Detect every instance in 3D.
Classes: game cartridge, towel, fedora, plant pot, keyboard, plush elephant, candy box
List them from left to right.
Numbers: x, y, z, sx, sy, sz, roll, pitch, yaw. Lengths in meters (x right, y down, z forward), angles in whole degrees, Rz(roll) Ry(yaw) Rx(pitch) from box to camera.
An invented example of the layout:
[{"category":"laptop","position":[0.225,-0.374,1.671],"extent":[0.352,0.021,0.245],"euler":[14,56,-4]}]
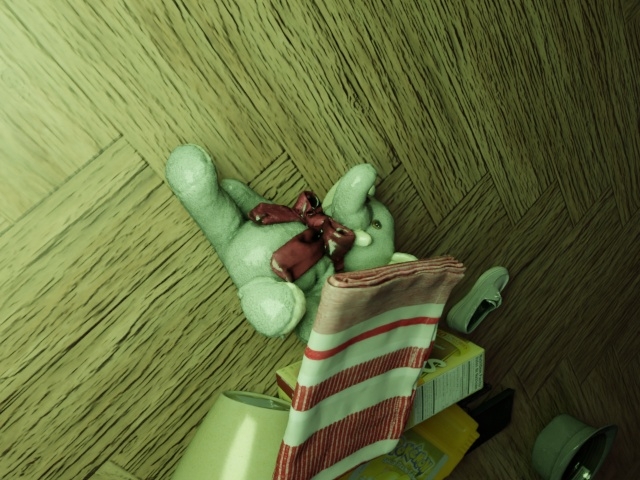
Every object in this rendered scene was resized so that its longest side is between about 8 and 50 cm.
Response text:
[{"category":"plant pot","position":[-0.122,0.376,0.779],"extent":[0.257,0.257,0.273],"euler":[18,79,-37]},{"category":"plush elephant","position":[0.000,0.000,0.713],"extent":[0.256,0.271,0.330],"euler":[-32,150,-7]},{"category":"towel","position":[0.058,0.178,0.655],"extent":[0.237,0.037,0.328],"euler":[-7,119,-43]},{"category":"candy box","position":[0.105,0.240,0.901],"extent":[0.317,0.183,0.087],"euler":[-18,115,-28]},{"category":"game cartridge","position":[0.160,0.442,1.057],"extent":[0.323,0.053,0.285],"euler":[-48,122,-3]},{"category":"keyboard","position":[0.337,0.423,1.213],"extent":[0.318,0.033,0.201],"euler":[-19,120,-29]},{"category":"fedora","position":[0.674,0.575,1.428],"extent":[0.244,0.124,0.275],"euler":[-10,119,-29]}]

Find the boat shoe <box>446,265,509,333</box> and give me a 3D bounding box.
[{"category":"boat shoe","position":[0.346,0.126,1.100],"extent":[0.184,0.063,0.066],"euler":[-36,122,-19]}]
